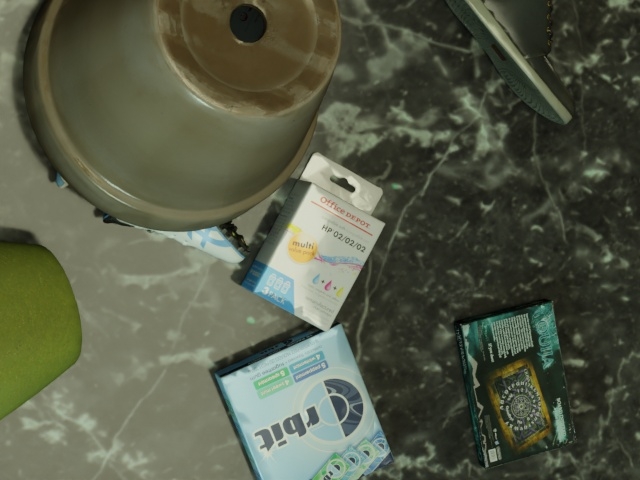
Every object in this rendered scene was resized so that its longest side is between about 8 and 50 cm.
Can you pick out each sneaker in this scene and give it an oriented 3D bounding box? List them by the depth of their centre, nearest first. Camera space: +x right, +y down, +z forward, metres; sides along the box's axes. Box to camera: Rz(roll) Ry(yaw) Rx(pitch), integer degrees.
[{"bbox_3d":[-0.186,-0.038,1.704,0.237,0.085,0.086,32,103,-16],"label":"sneaker"},{"bbox_3d":[0.257,-0.250,1.804,0.118,0.083,0.222,-42,104,-9],"label":"sneaker"}]

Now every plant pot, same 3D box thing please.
[{"bbox_3d":[-0.116,-0.184,1.551,0.323,0.280,0.323,3,82,-22],"label":"plant pot"},{"bbox_3d":[-0.407,0.105,1.576,0.293,0.275,0.274,-17,101,-29],"label":"plant pot"}]

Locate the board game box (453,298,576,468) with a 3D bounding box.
[{"bbox_3d":[0.240,0.175,1.875,0.126,0.026,0.186,-13,99,-15],"label":"board game box"}]

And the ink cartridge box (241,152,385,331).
[{"bbox_3d":[0.000,0.000,1.767,0.104,0.061,0.181,29,87,-17],"label":"ink cartridge box"}]

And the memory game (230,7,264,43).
[{"bbox_3d":[-0.072,-0.261,1.744,0.186,0.012,0.186,-2,96,-16],"label":"memory game"}]

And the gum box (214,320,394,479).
[{"bbox_3d":[-0.018,0.208,1.796,0.157,0.041,0.184,-24,101,-13],"label":"gum box"}]
